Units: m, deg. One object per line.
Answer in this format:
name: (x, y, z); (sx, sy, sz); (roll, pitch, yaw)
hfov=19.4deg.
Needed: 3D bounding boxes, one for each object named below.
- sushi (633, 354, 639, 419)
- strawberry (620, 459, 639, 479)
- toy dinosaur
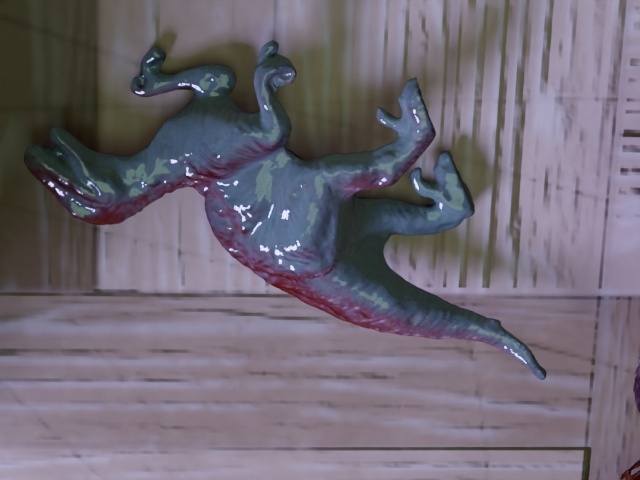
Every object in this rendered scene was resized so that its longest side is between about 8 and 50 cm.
sushi: (0.249, 0.040, 0.807); (0.237, 0.270, 0.170); (12, 111, 4)
strawberry: (0.249, 0.166, 0.956); (0.208, 0.087, 0.167); (35, 82, 11)
toy dinosaur: (0.000, 0.000, 0.884); (0.167, 0.053, 0.242); (-38, 108, 9)
